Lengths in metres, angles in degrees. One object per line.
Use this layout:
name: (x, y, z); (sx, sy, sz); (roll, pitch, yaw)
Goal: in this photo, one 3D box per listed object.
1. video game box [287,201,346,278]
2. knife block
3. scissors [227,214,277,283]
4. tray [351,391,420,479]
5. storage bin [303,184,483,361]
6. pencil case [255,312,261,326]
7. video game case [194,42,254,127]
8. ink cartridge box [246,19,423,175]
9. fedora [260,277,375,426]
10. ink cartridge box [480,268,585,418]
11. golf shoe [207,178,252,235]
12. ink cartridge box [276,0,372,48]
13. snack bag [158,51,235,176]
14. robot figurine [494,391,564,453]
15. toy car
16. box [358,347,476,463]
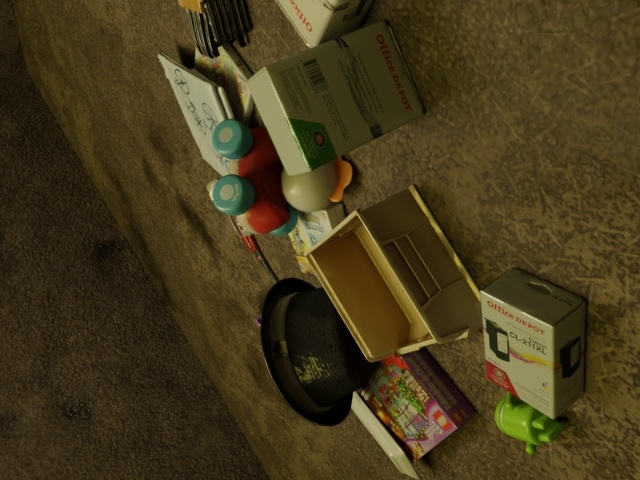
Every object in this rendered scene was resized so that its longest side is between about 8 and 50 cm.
video game box: (0.000, 0.000, 1.364); (0.205, 0.048, 0.187); (15, 127, 56)
knife block: (-0.231, -0.498, 1.229); (0.275, 0.088, 0.242); (58, 154, 5)
scissors: (-0.175, 0.034, 1.759); (0.109, 0.021, 0.297); (-16, 103, 62)
tray: (0.130, 0.443, 1.514); (0.270, 0.030, 0.145); (45, 168, 47)
storage bin: (0.123, 0.074, 1.121); (0.260, 0.123, 0.262); (59, 154, 5)
pencil case: (-0.118, 0.290, 1.829); (0.086, 0.088, 0.206); (-126, 19, -63)
video game case: (-0.217, -0.349, 1.430); (0.206, 0.026, 0.227); (54, 154, 13)
ink cartridge box: (0.024, -0.204, 0.923); (0.087, 0.208, 0.153); (-3, 113, 66)
fedora: (0.021, 0.214, 1.362); (0.153, 0.334, 0.334); (-27, 92, 31)
ink cartridge box: (0.303, 0.145, 0.920); (0.127, 0.072, 0.175); (29, 141, 49)
golf shoe: (-0.207, -0.097, 1.622); (0.176, 0.069, 0.086); (45, 141, -6)
ink cartridge box: (0.010, -0.396, 0.884); (0.158, 0.092, 0.218); (57, 153, 9)
snack bag: (-0.260, -0.270, 1.533); (0.342, 0.037, 0.323); (39, 155, 49)
robot figurine: (0.327, 0.285, 1.023); (0.101, 0.067, 0.115); (61, 155, -13)
toy car: (-0.047, -0.127, 1.215); (0.219, 0.238, 0.210); (27, -123, -63)
box: (0.189, 0.335, 1.342); (0.201, 0.057, 0.293); (51, 153, 20)
